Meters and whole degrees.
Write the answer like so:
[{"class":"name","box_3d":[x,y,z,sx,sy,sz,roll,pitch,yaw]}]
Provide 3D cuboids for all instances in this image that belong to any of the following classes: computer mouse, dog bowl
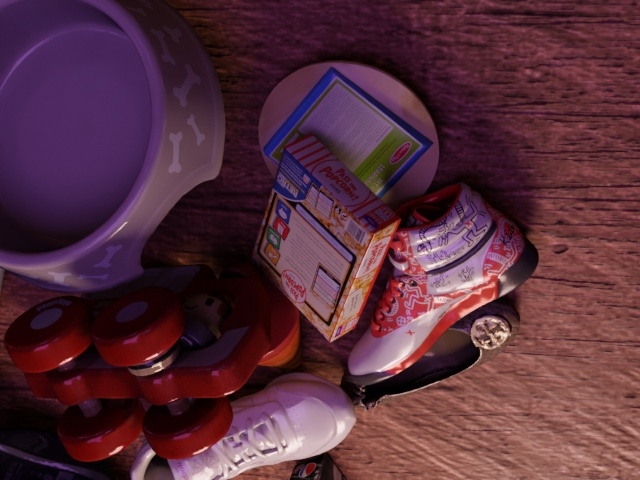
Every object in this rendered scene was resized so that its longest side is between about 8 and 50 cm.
[{"class":"computer mouse","box_3d":[-0.389,0.287,1.733,0.272,0.072,0.188,26,127,-18]},{"class":"dog bowl","box_3d":[-0.279,-0.118,1.396,0.349,0.102,0.348,-2,84,22]}]

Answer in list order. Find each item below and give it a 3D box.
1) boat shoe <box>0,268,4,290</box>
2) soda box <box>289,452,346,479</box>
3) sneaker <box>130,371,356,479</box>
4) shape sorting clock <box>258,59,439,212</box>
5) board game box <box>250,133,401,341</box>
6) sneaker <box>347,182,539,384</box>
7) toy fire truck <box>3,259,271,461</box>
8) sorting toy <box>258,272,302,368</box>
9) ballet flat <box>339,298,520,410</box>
[{"class":"boat shoe","box_3d":[-0.467,0.095,1.669,0.084,0.095,0.258,22,110,7]},{"class":"soda box","box_3d":[0.025,0.362,1.695,0.053,0.060,0.169,-25,110,26]},{"class":"sneaker","box_3d":[-0.097,0.255,1.606,0.305,0.152,0.114,-17,107,26]},{"class":"shape sorting clock","box_3d":[0.031,-0.109,1.455,0.206,0.040,0.206,10,125,14]},{"class":"board game box","box_3d":[0.000,0.000,1.453,0.147,0.045,0.193,45,142,21]},{"class":"sneaker","box_3d":[0.100,0.044,1.482,0.270,0.090,0.145,-37,114,22]},{"class":"toy fire truck","box_3d":[-0.186,0.104,1.474,0.302,0.254,0.169,-6,122,31]},{"class":"sorting toy","box_3d":[-0.169,0.143,1.624,0.366,0.127,0.126,-12,143,23]},{"class":"ballet flat","box_3d":[0.126,0.143,1.555,0.250,0.058,0.084,-26,109,25]}]
